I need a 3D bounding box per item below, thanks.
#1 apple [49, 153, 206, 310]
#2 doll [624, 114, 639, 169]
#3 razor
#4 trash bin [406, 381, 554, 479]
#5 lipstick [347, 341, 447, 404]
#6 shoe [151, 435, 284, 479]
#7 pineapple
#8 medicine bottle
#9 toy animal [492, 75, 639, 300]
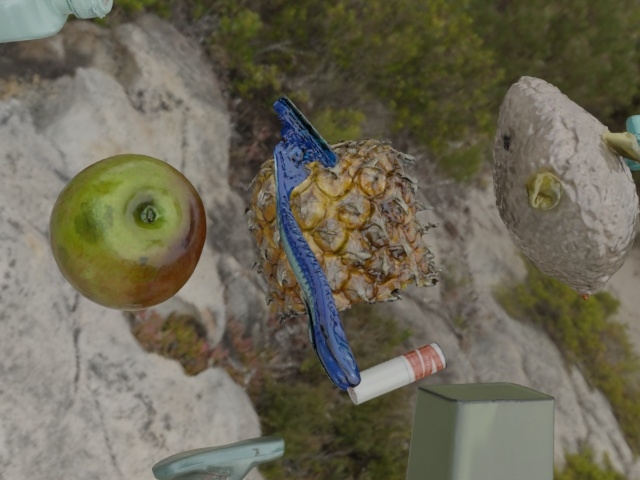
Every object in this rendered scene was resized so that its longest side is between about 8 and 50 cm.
[{"bbox_3d":[-0.232,-0.014,1.120,0.196,0.196,0.196,32,36,-28],"label":"apple"},{"bbox_3d":[0.597,-0.178,1.553,0.159,0.158,0.059,74,15,-63],"label":"doll"},{"bbox_3d":[-0.010,0.005,0.823,0.093,0.056,0.324,44,25,-40],"label":"razor"},{"bbox_3d":[0.069,0.110,0.400,0.061,0.043,0.092,3,91,-27],"label":"trash bin"},{"bbox_3d":[0.098,0.173,1.193,0.130,0.038,0.038,-19,68,-14],"label":"lipstick"},{"bbox_3d":[-0.141,0.335,1.326,0.195,0.079,0.078,-11,86,-19],"label":"shoe"},{"bbox_3d":[0.037,-0.027,1.645,0.352,0.352,0.300,-23,107,-57],"label":"pineapple"},{"bbox_3d":[-0.338,-0.258,0.965,0.121,0.228,0.083,-89,173,-47],"label":"medicine bottle"},{"bbox_3d":[0.364,-0.061,1.358,0.358,0.188,0.226,64,-6,-20],"label":"toy animal"}]
